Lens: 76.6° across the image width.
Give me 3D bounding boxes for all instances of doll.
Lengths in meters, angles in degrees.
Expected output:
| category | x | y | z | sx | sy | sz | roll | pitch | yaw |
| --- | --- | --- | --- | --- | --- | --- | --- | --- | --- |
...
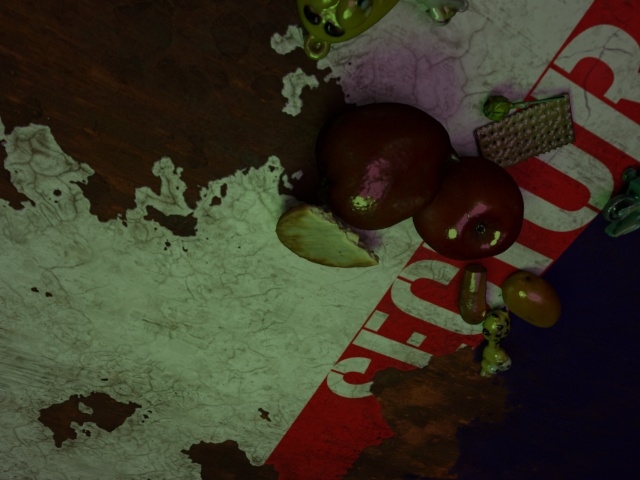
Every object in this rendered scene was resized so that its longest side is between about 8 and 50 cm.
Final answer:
| category | x | y | z | sx | sy | sz | roll | pitch | yaw |
| --- | --- | --- | --- | --- | --- | --- | --- | --- | --- |
| doll | 0.122 | -0.571 | 0.749 | 0.349 | 0.161 | 0.422 | -5 | 114 | -5 |
| doll | 0.569 | 0.339 | 1.319 | 0.117 | 0.086 | 0.290 | -19 | 121 | -15 |

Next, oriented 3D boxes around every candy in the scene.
| category | x | y | z | sx | sy | sz | roll | pitch | yaw |
| --- | --- | --- | --- | --- | --- | --- | --- | --- | --- |
| candy | 0.482 | -0.325 | 0.960 | 0.194 | 0.058 | 0.062 | -10 | 159 | 0 |

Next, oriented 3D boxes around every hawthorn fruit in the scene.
| category | x | y | z | sx | sy | sz | roll | pitch | yaw |
| --- | --- | --- | --- | --- | --- | --- | --- | --- | --- |
| hawthorn fruit | 0.128 | -0.172 | 0.908 | 0.311 | 0.295 | 0.295 | -37 | 115 | 21 |

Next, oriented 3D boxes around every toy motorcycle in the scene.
| category | x | y | z | sx | sy | sz | roll | pitch | yaw |
| --- | --- | --- | --- | --- | --- | --- | --- | --- | --- |
| toy motorcycle | 0.897 | -0.120 | 1.076 | 0.297 | 0.109 | 0.198 | -30 | 126 | 12 |

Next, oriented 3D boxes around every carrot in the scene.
| category | x | y | z | sx | sy | sz | roll | pitch | yaw |
| --- | --- | --- | --- | --- | --- | --- | --- | --- | --- |
| carrot | 0.456 | 0.165 | 1.218 | 0.087 | 0.087 | 0.193 | -11 | 117 | 3 |

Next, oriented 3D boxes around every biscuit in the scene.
| category | x | y | z | sx | sy | sz | roll | pitch | yaw |
| --- | --- | --- | --- | --- | --- | --- | --- | --- | --- |
| biscuit | 0.512 | -0.261 | 1.016 | 0.232 | 0.016 | 0.139 | -22 | 118 | 9 |
| biscuit | 0.000 | 0.000 | 1.070 | 0.205 | 0.040 | 0.309 | -14 | 144 | 38 |

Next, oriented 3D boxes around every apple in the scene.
| category | x | y | z | sx | sy | sz | roll | pitch | yaw |
| --- | --- | --- | --- | --- | --- | --- | --- | --- | --- |
| apple | 0.365 | -0.070 | 1.004 | 0.261 | 0.216 | 0.260 | -3 | 122 | -5 |

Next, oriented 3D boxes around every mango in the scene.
| category | x | y | z | sx | sy | sz | roll | pitch | yaw |
| --- | --- | --- | --- | --- | --- | --- | --- | --- | --- |
| mango | 0.646 | 0.192 | 1.230 | 0.141 | 0.102 | 0.217 | -32 | 114 | 21 |
